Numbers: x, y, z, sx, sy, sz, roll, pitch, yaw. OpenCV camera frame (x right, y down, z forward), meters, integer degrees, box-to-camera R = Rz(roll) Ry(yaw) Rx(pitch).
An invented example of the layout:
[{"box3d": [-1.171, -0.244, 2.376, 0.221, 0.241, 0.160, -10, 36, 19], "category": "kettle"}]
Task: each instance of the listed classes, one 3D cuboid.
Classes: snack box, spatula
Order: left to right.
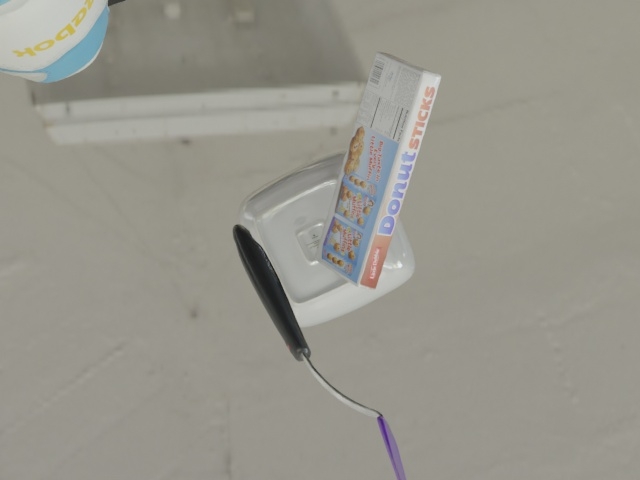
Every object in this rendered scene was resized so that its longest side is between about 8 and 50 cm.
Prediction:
[{"box3d": [0.006, 0.102, 1.111, 0.030, 0.084, 0.296, -34, -112, -4], "category": "spatula"}, {"box3d": [0.044, -0.055, 1.144, 0.022, 0.178, 0.064, 6, -163, -39], "category": "snack box"}]

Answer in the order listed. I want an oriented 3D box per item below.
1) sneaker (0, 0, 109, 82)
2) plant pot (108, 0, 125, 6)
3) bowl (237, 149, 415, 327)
[{"box3d": [-0.173, -0.136, 0.537, 0.228, 0.092, 0.087, 40, -98, 19], "category": "sneaker"}, {"box3d": [-0.258, -0.354, 1.595, 0.188, 0.187, 0.167, -23, -136, -24], "category": "plant pot"}, {"box3d": [0.000, 0.000, 1.309, 0.142, 0.142, 0.053, -25, 178, 12], "category": "bowl"}]
